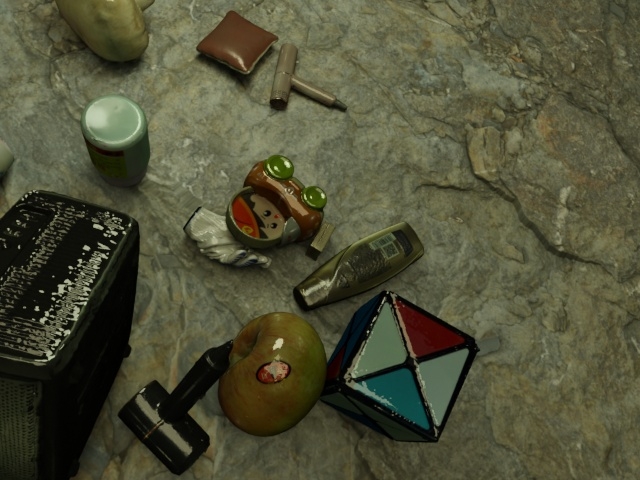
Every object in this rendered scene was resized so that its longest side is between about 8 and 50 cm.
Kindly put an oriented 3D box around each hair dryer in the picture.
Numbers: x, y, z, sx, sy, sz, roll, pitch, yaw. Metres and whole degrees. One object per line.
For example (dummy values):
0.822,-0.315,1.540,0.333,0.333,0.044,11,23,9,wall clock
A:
-0.022,-0.445,1.588,0.220,0.053,0.195,12,68,-10,hair dryer
-0.251,0.317,1.121,0.189,0.352,0.107,45,30,4,hair dryer

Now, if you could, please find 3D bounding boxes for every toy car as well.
-0.120,-0.066,1.358,0.235,0.145,0.235,9,60,-16,toy car

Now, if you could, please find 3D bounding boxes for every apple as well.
-0.103,0.283,1.206,0.194,0.261,0.261,44,65,-22,apple

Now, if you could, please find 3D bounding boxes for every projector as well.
-0.485,0.182,0.991,0.242,0.405,0.395,16,36,-6,projector

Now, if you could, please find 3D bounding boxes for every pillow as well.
-0.229,-0.544,1.561,0.171,0.075,0.179,29,64,4,pillow

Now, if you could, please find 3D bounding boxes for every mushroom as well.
-0.525,-0.598,1.426,0.234,0.254,0.260,-42,127,-15,mushroom

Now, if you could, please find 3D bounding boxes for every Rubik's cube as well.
0.161,0.290,1.262,0.250,0.246,0.248,30,68,-3,Rubik's cube

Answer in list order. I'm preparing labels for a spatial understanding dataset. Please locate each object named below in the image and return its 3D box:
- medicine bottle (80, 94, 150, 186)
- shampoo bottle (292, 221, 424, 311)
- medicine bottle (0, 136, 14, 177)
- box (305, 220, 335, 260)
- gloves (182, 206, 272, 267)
-0.469,-0.224,1.305,0.139,0.225,0.139,4,70,-12,medicine bottle
0.096,0.071,1.414,0.350,0.084,0.125,-28,77,-21,shampoo bottle
-0.826,-0.125,1.213,0.170,0.170,0.293,31,66,-1,medicine bottle
0.000,0.000,1.419,0.035,0.079,0.083,31,68,-1,box
-0.220,0.003,1.356,0.229,0.097,0.119,30,70,4,gloves
